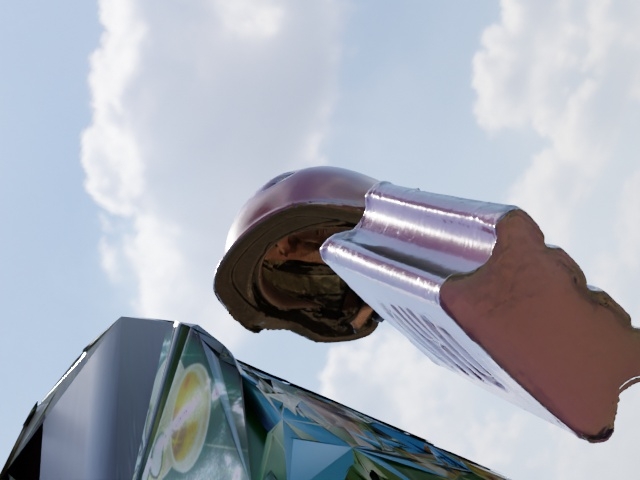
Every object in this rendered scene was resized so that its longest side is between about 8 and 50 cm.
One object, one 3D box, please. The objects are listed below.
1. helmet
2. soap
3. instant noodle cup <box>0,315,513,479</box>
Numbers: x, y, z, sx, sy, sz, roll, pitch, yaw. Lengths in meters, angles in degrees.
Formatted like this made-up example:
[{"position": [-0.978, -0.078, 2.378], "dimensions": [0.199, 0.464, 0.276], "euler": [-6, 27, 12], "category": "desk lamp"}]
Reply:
[{"position": [0.000, 0.000, 1.300], "dimensions": [0.198, 0.154, 0.253], "euler": [-42, -49, 22], "category": "helmet"}, {"position": [0.084, 0.032, 0.693], "dimensions": [0.065, 0.122, 0.203], "euler": [-49, 16, -7], "category": "soap"}, {"position": [-0.012, 0.159, 0.465], "dimensions": [0.178, 0.240, 0.240], "euler": [20, -84, -32], "category": "instant noodle cup"}]
